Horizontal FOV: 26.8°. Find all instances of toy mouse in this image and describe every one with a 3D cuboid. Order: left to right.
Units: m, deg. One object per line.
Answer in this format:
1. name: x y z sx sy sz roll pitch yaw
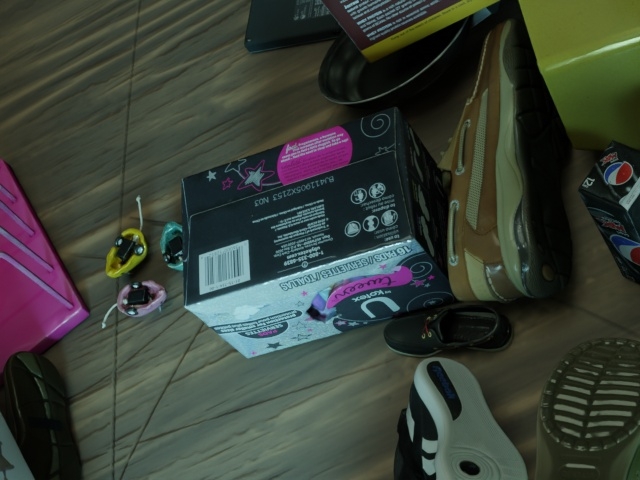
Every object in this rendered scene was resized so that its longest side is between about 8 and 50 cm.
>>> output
1. toy mouse: -0.180 0.037 1.504 0.143 0.031 0.161 13 69 34

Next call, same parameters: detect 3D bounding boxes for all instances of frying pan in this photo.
1. frying pan: 0.136 -0.253 1.472 0.326 0.053 0.197 -38 32 3

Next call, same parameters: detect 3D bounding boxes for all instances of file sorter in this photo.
1. file sorter: -0.444 0.015 1.563 0.202 0.182 0.291 -38 51 2

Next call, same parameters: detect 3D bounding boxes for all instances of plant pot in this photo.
1. plant pot: 0.297 -0.205 1.276 0.187 0.212 0.212 -20 54 15

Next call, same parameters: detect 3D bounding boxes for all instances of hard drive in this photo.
1. hard drive: -0.024 -0.278 1.615 0.135 0.022 0.094 -6 60 25

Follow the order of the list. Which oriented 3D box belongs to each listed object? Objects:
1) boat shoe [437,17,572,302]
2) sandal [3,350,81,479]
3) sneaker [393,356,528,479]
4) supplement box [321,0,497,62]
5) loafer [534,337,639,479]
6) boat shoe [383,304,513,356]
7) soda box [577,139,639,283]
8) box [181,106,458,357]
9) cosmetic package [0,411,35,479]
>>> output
1. boat shoe: 0.171 -0.081 1.333 0.120 0.122 0.324 -19 47 31
2. sandal: -0.312 0.222 1.434 0.060 0.090 0.219 -38 53 31
3. sneaker: 0.118 0.213 1.181 0.079 0.121 0.217 8 31 -12
4. supplement box: 0.083 -0.326 1.390 0.191 0.194 0.129 -23 35 31
5. loafer: 0.231 0.199 1.154 0.102 0.092 0.268 8 49 22
6. boat shoe: 0.120 0.085 1.311 0.133 0.042 0.049 -3 63 28
7. soda box: 0.286 -0.016 1.200 0.053 0.169 0.060 28 78 37
8. box: 0.000 0.000 1.362 0.247 0.142 0.163 -17 56 20
9. cosmetic package: -0.499 0.255 1.249 0.327 0.329 0.394 -33 79 17
